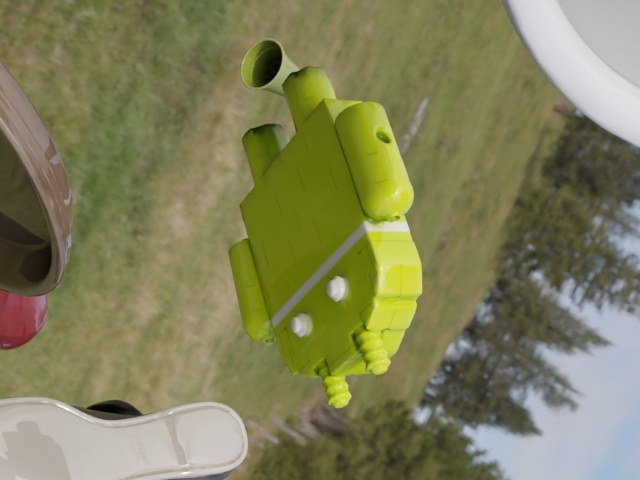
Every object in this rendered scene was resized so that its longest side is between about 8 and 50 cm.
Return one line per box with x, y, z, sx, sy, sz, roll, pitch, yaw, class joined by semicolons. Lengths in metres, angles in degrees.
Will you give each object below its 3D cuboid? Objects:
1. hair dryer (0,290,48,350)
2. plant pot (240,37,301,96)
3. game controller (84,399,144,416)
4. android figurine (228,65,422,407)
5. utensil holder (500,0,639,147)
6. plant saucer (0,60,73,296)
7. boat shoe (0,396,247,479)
-0.350;0.062;1.053;0.293;0.080;0.223;-33;155;22;hair dryer
-0.067;-0.255;1.797;0.079;0.083;0.083;26;93;-52;plant pot
-0.302;0.291;1.388;0.319;0.166;0.067;-27;-149;26;game controller
0.000;0.000;0.972;0.248;0.056;0.273;-45;-129;47;android figurine
0.196;-0.276;0.576;0.385;0.327;0.327;-100;-152;-50;utensil holder
-0.268;-0.078;0.810;0.041;0.278;0.278;-45;166;-31;plant saucer
-0.231;0.223;1.185;0.335;0.112;0.095;5;147;-37;boat shoe
